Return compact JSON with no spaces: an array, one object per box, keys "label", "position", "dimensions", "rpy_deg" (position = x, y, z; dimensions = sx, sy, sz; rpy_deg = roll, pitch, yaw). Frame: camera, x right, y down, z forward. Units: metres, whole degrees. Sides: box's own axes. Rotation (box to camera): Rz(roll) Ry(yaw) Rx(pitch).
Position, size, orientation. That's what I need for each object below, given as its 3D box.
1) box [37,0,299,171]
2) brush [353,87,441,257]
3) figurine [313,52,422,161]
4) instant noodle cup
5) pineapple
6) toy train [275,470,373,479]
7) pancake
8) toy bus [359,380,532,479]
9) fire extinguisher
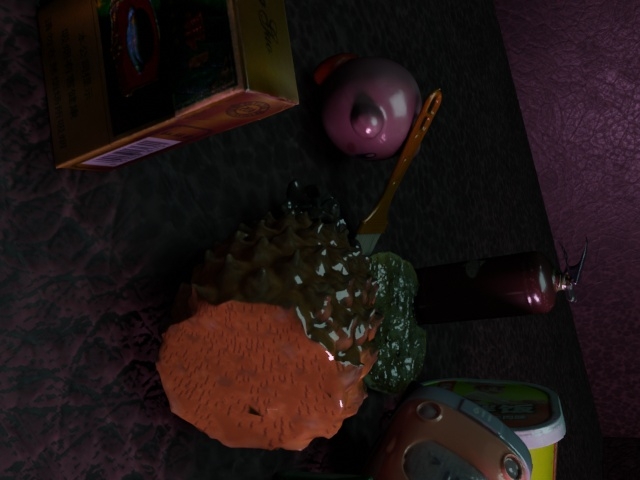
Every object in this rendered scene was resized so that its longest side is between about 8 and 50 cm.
[{"label":"box","position":[-0.139,-0.159,0.465],"dimensions":[0.071,0.240,0.160],"rpy_deg":[0,81,-56]},{"label":"brush","position":[0.118,-0.094,0.888],"dimensions":[0.090,0.017,0.315],"rpy_deg":[-5,124,-59]},{"label":"figurine","position":[0.085,-0.209,0.904],"dimensions":[0.173,0.173,0.174],"rpy_deg":[23,62,-53]},{"label":"instant noodle cup","position":[0.280,0.425,0.957],"dimensions":[0.293,0.293,0.308],"rpy_deg":[-6,94,-58]},{"label":"pineapple","position":[-0.028,0.046,0.638],"dimensions":[0.357,0.222,0.223],"rpy_deg":[-69,138,-60]},{"label":"toy train","position":[-0.026,0.391,0.577],"dimensions":[0.201,0.145,0.266],"rpy_deg":[4,78,-61]},{"label":"pancake","position":[0.113,0.139,0.946],"dimensions":[0.253,0.037,0.254],"rpy_deg":[7,81,-50]},{"label":"toy bus","position":[0.132,0.349,0.735],"dimensions":[0.232,0.194,0.288],"rpy_deg":[-38,155,-47]},{"label":"fire extinguisher","position":[0.317,0.078,1.026],"dimensions":[0.114,0.337,0.136],"rpy_deg":[20,65,-55]}]
